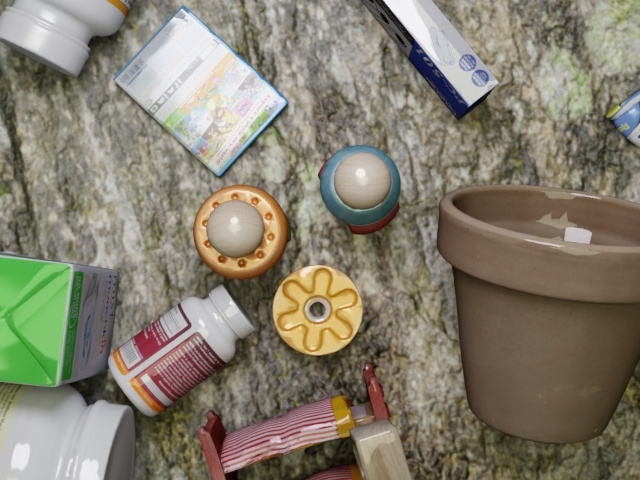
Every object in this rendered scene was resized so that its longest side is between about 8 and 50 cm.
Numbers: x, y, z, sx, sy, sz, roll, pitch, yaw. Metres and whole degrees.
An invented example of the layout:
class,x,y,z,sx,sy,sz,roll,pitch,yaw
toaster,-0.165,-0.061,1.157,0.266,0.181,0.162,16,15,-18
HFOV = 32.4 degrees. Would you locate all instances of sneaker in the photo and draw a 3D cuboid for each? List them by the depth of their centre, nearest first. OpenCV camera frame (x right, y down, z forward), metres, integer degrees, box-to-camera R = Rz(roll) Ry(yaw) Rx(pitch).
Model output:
class,x,y,z,sx,sy,sz,roll,pitch,yaw
sneaker,0.396,-0.159,1.241,0.144,0.053,0.059,-33,87,7

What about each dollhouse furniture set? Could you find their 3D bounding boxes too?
class,x,y,z,sx,sy,sz,roll,pitch,yaw
dollhouse furniture set,-0.007,0.240,1.065,0.201,0.374,0.152,-17,92,-2

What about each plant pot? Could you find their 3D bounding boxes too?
class,x,y,z,sx,sy,sz,roll,pitch,yaw
plant pot,0.240,0.078,1.154,0.263,0.263,0.229,6,106,1

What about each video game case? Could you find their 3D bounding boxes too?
class,x,y,z,sx,sy,sz,roll,pitch,yaw
video game case,-0.137,-0.171,1.261,0.166,0.015,0.119,43,88,2

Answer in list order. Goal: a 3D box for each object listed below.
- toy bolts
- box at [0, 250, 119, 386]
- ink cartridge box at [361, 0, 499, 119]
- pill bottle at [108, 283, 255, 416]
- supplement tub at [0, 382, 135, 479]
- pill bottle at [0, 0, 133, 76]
class,x,y,z,sx,sy,sz,roll,pitch,yaw
toy bolts,0.000,0.000,1.180,0.228,0.158,0.218,-36,88,-1
box,-0.363,0.068,1.143,0.262,0.231,0.126,6,86,0
ink cartridge box,0.110,-0.233,1.222,0.046,0.097,0.207,-39,88,-2
pill bottle,-0.150,0.118,1.212,0.152,0.086,0.086,-36,88,-1
supplement tub,-0.370,0.250,1.132,0.325,0.235,0.235,7,87,1
pill bottle,-0.259,-0.311,1.207,0.136,0.136,0.245,26,88,1
